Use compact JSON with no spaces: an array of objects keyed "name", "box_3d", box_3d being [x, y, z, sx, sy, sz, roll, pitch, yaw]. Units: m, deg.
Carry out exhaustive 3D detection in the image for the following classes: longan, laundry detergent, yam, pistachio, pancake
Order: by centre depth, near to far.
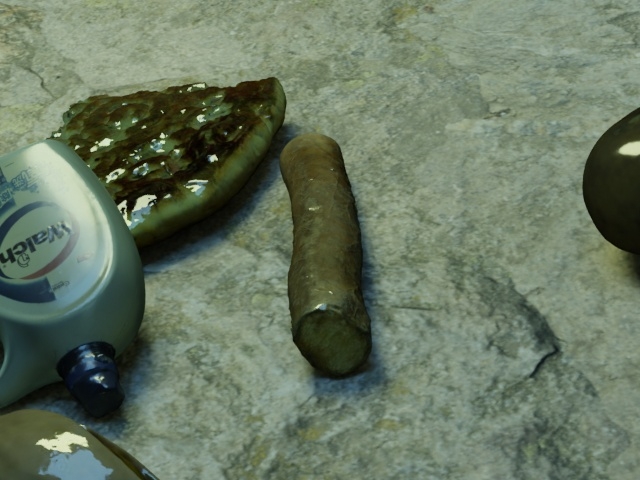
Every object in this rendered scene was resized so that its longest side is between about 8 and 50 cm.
[{"name":"pistachio","box_3d":[-0.209,0.215,1.546,0.238,0.153,0.138,6,-4,18]},{"name":"laundry detergent","box_3d":[-0.266,0.057,1.800,0.215,0.105,0.280,-29,57,2]},{"name":"longan","box_3d":[0.338,-0.061,1.804,0.187,0.167,0.167,-10,33,-9]},{"name":"yam","box_3d":[0.000,0.000,1.871,0.081,0.081,0.356,-9,32,0]},{"name":"pancake","box_3d":[-0.227,-0.056,2.040,0.305,0.067,0.427,5,36,34]}]
